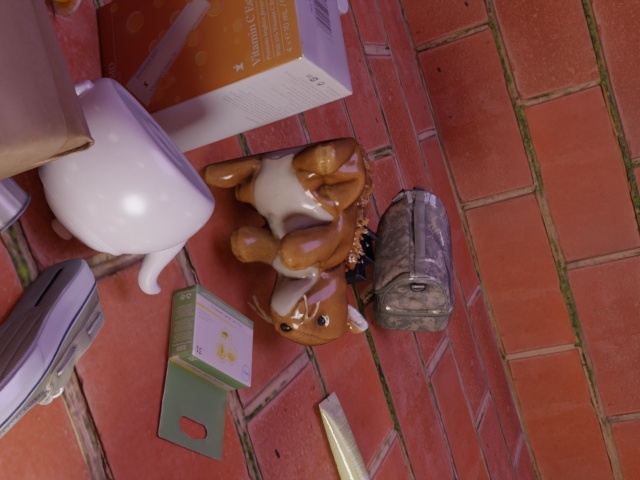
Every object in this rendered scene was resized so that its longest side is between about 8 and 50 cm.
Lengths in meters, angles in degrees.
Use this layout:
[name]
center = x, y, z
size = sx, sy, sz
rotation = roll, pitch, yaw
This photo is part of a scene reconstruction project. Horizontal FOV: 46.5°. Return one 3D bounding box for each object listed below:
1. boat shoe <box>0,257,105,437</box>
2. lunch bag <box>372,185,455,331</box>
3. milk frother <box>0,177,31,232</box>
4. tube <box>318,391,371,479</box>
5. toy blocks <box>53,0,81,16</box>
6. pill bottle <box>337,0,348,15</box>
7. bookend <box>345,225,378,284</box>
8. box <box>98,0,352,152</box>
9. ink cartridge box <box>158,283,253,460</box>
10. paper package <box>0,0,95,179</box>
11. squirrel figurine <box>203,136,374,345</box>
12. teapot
[boat shoe]
center = -0.319, 0.134, 0.842
size = 0.302, 0.109, 0.094
rotation = -71, 142, -55
[lunch bag]
center = 0.241, 0.048, 1.907
size = 0.256, 0.212, 0.305
rotation = 92, 3, -55
[milk frother]
center = -0.367, -0.095, 0.817
size = 0.135, 0.143, 0.129
rotation = 55, 23, -34
[tube]
center = 0.053, 0.441, 1.554
size = 0.240, 0.062, 0.070
rotation = 71, -20, 1
[toy blocks]
center = -0.401, -0.392, 1.021
size = 0.148, 0.054, 0.123
rotation = 16, 63, -62
[pill bottle]
center = -0.064, -0.499, 1.606
size = 0.131, 0.229, 0.131
rotation = 44, 38, -50
[bookend]
center = 0.086, 0.043, 1.825
size = 0.156, 0.072, 0.157
rotation = 35, 46, -56
[box]
center = -0.151, -0.295, 1.154
size = 0.168, 0.345, 0.215
rotation = 17, 61, -62
[ink cartridge box]
center = -0.175, 0.210, 1.179
size = 0.171, 0.056, 0.235
rotation = 45, 36, -50
[paper package]
center = -0.390, -0.176, 0.606
size = 0.168, 0.309, 0.325
rotation = -31, 103, -66
[squirrel figurine]
center = 0.000, 0.000, 1.432
size = 0.397, 0.280, 0.371
rotation = -28, 108, -63
[teapot]
center = -0.277, -0.075, 0.973
size = 0.256, 0.187, 0.252
rotation = 52, 1, 11
